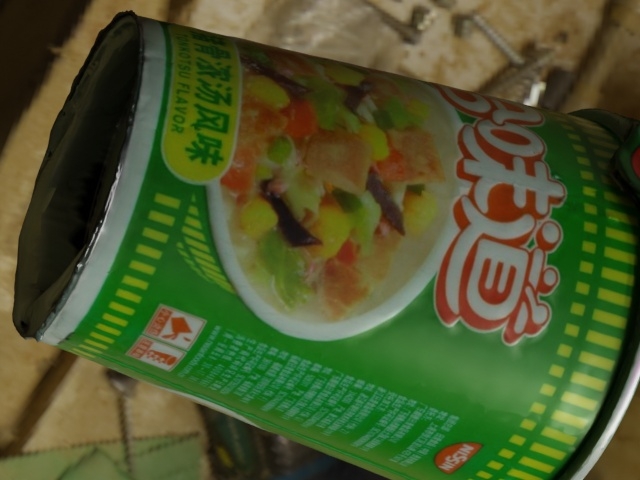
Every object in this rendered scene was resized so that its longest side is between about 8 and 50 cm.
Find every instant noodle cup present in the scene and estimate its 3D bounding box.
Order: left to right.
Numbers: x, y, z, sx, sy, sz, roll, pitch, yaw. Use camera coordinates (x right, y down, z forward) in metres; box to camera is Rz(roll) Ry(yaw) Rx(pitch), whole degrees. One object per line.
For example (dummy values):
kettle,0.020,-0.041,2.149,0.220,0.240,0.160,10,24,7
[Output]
instant noodle cup,0.000,0.000,0.696,0.233,0.207,0.207,18,91,-20
